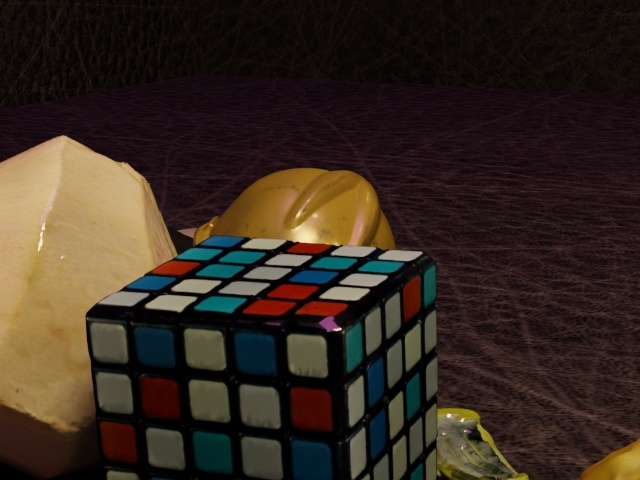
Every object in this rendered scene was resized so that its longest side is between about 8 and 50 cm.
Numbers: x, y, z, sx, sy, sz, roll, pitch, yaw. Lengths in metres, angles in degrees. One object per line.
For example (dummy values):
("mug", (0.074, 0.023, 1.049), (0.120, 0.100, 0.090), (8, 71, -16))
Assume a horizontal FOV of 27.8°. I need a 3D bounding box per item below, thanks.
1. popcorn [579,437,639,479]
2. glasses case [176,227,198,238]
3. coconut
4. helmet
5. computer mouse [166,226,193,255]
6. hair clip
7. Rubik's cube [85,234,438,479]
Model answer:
("popcorn", (0.203, 0.164, 0.437), (0.282, 0.282, 0.247), (-9, 26, -27))
("glasses case", (-0.110, 0.016, 1.544), (0.204, 0.051, 0.081), (9, 19, 38))
("coconut", (-0.216, 0.051, 0.979), (0.259, 0.259, 0.259), (-2, 14, 0))
("helmet", (0.000, 0.000, 1.239), (0.205, 0.140, 0.257), (36, 18, -2))
("computer mouse", (-0.193, 0.037, 1.329), (0.323, 0.116, 0.183), (22, 11, 24))
("hair clip", (0.113, 0.161, 0.964), (0.060, 0.033, 0.188), (-3, 11, -12))
("Rubik's cube", (-0.032, 0.108, 0.884), (0.182, 0.184, 0.187), (4, 14, 22))
